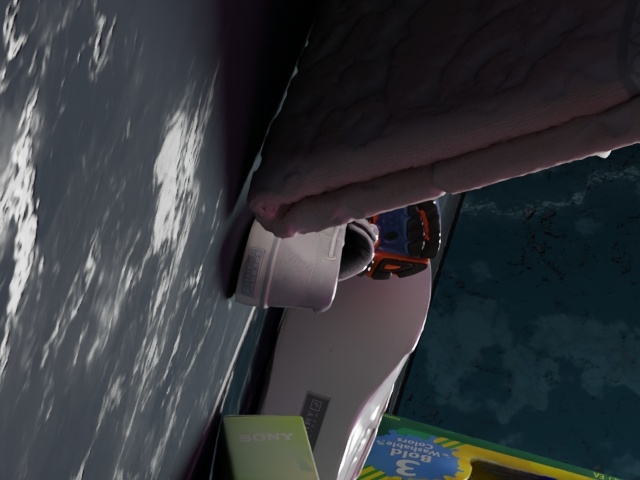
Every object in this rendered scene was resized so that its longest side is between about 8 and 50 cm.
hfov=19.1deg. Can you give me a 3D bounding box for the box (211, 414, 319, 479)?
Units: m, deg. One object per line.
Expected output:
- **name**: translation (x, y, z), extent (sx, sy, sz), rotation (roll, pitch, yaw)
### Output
- **box**: translation (-0.021, 0.290, 1.076), extent (0.322, 0.058, 0.232), rotation (-109, -156, -49)

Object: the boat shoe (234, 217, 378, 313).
- **boat shoe**: translation (0.000, 0.000, 1.079), extent (0.184, 0.063, 0.066), rotation (-44, 149, -78)

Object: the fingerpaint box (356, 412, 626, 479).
- **fingerpaint box**: translation (0.200, 0.338, 1.651), extent (0.371, 0.445, 0.163), rotation (-58, 162, -67)

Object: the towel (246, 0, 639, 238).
- **towel**: translation (0.131, -0.158, 0.977), extent (0.053, 0.317, 0.332), rotation (53, 39, -29)

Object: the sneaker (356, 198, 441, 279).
- **sneaker**: translation (0.033, -0.076, 1.189), extent (0.087, 0.083, 0.221), rotation (-108, -164, -44)

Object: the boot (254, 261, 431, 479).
- **boot**: translation (-0.002, 0.113, 1.320), extent (0.123, 0.095, 0.258), rotation (107, 8, -78)

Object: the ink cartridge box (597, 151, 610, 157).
- **ink cartridge box**: translation (0.256, -0.302, 1.504), extent (0.385, 0.160, 0.279), rotation (-56, -163, 36)
